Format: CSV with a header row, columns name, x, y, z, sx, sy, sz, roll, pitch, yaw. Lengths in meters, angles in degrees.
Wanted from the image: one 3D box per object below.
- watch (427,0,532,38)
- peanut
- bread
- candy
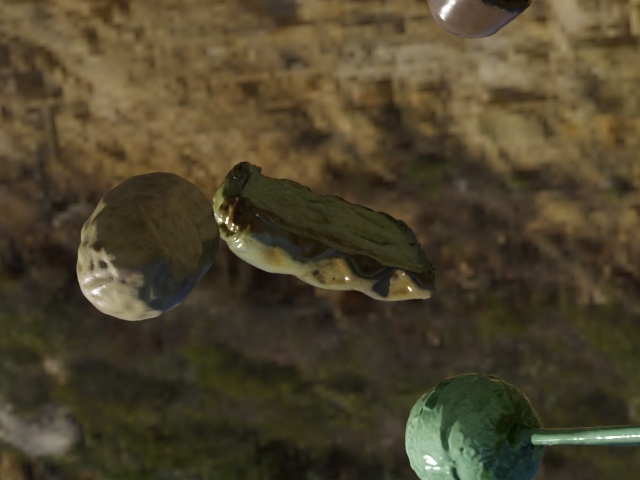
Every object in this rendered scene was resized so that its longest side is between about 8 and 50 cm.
name,x,y,z,sx,sy,sz,roll,pitch,yaw
watch,0.166,-0.375,1.509,0.335,0.327,0.314,-17,-117,-50
peanut,-0.158,0.009,1.714,0.123,0.124,0.257,-4,-169,6
bread,0.000,0.000,1.924,0.232,0.088,0.128,19,-150,-17
candy,0.239,0.164,1.632,0.119,0.119,0.440,-21,-172,-40
